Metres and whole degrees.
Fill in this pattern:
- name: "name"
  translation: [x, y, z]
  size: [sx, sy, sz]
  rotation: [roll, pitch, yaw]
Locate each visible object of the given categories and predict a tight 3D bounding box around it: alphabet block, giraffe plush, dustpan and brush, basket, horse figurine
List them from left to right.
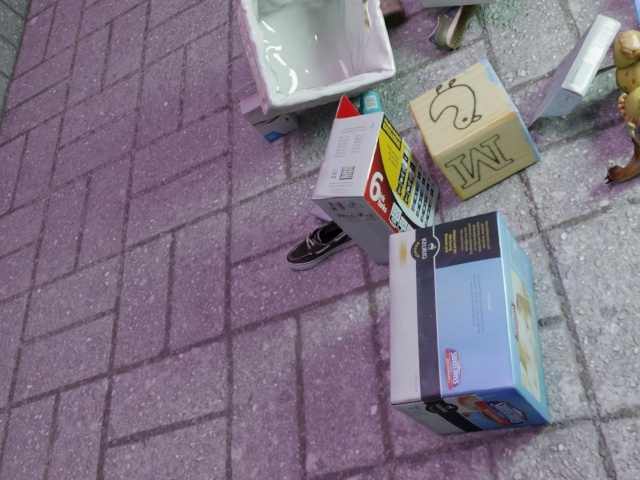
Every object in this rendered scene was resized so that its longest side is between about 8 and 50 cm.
- name: "basket"
  translation: [-0.024, -0.509, 1.776]
  size: [0.331, 0.266, 0.328]
  rotation: [-16, 95, -7]
- name: "dustpan and brush"
  translation: [0.077, -0.125, 1.753]
  size: [0.211, 0.060, 0.147]
  rotation: [-54, 26, -5]
- name: "alphabet block"
  translation: [0.340, -0.241, 1.557]
  size: [0.197, 0.193, 0.192]
  rotation: [-29, 49, 16]
- name: "giraffe plush"
  translation: [0.655, -0.310, 1.400]
  size: [0.210, 0.181, 0.171]
  rotation: [-31, 54, 47]
- name: "horse figurine"
  translation: [0.675, -0.210, 1.353]
  size: [0.263, 0.174, 0.066]
  rotation: [-26, 47, 2]

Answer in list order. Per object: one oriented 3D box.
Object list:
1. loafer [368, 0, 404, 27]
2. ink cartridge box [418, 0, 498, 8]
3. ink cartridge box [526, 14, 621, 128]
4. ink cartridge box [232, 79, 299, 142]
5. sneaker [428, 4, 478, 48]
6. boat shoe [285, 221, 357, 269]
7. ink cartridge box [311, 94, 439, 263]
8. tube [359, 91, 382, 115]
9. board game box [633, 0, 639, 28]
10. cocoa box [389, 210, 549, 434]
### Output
- name: "loafer"
  translation: [0.098, -0.626, 1.979]
  size: [0.268, 0.102, 0.092]
  rotation: [-15, 72, -1]
- name: "ink cartridge box"
  translation: [0.418, -0.781, 1.788]
  size: [0.385, 0.160, 0.279]
  rotation: [-51, 34, -13]
- name: "ink cartridge box"
  translation: [0.535, -0.343, 1.505]
  size: [0.066, 0.232, 0.189]
  rotation: [27, 78, 9]
- name: "ink cartridge box"
  translation: [-0.153, -0.364, 1.971]
  size: [0.104, 0.180, 0.060]
  rotation: [-26, 51, 20]
- name: "sneaker"
  translation: [0.345, -0.589, 1.849]
  size: [0.086, 0.064, 0.192]
  rotation: [15, 72, 39]
- name: "boat shoe"
  translation: [0.000, 0.000, 1.721]
  size: [0.219, 0.070, 0.078]
  rotation: [-27, 51, 18]
- name: "ink cartridge box"
  translation: [0.138, -0.134, 1.547]
  size: [0.130, 0.309, 0.272]
  rotation: [-1, 63, 33]
- name: "tube"
  translation: [0.139, -0.290, 1.822]
  size: [0.080, 0.052, 0.207]
  rotation: [-22, 58, 28]
- name: "board game box"
  translation: [0.771, -0.477, 1.457]
  size: [0.210, 0.047, 0.160]
  rotation: [-13, 88, 28]
- name: "cocoa box"
  translation: [0.276, 0.161, 1.328]
  size: [0.228, 0.231, 0.347]
  rotation: [-14, 56, 26]
